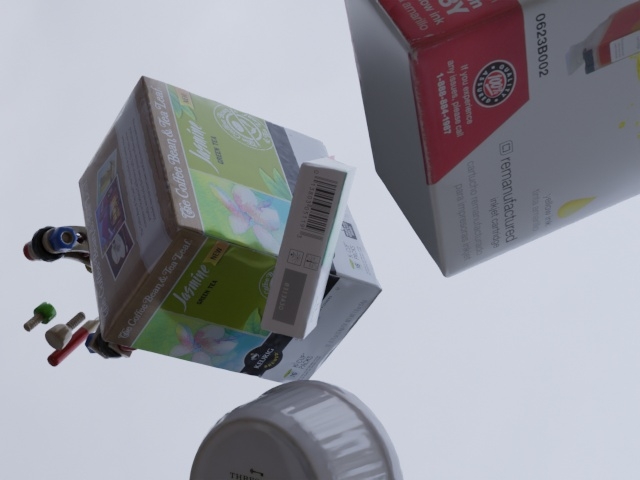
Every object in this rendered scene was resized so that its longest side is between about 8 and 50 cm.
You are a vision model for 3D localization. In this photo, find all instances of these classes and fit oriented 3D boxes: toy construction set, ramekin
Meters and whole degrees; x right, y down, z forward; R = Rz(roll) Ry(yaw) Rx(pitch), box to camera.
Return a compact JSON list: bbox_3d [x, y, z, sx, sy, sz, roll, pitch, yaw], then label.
[{"bbox_3d":[-0.353,0.061,1.911,0.257,0.237,0.309,42,-45,2],"label":"toy construction set"},{"bbox_3d":[-0.042,0.312,1.378,0.273,0.127,0.272,1,-88,36],"label":"ramekin"}]

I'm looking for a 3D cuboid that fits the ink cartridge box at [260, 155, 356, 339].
[{"bbox_3d":[0.000,0.000,1.239,0.056,0.225,0.180,15,-82,9],"label":"ink cartridge box"}]

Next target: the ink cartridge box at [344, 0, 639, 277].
[{"bbox_3d":[0.234,-0.173,0.974,0.279,0.385,0.160,75,-10,-48],"label":"ink cartridge box"}]

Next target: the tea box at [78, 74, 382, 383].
[{"bbox_3d":[-0.137,-0.011,1.576,0.220,0.324,0.329,-53,-142,29],"label":"tea box"}]
